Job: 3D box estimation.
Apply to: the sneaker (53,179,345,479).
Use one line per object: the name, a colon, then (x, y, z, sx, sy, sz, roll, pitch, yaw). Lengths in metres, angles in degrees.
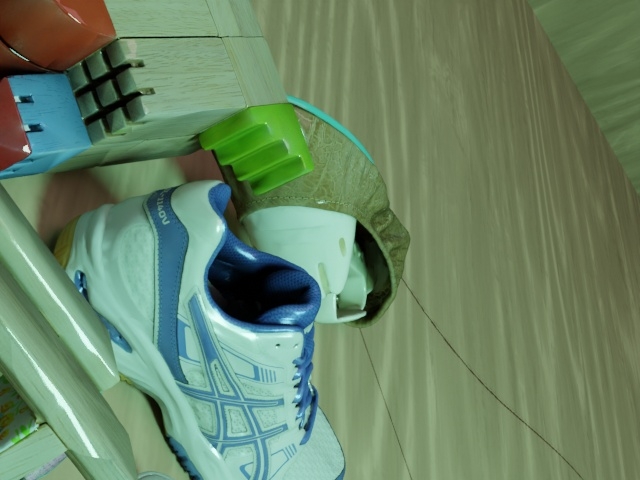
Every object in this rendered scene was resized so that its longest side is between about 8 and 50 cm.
sneaker: (-0.044, 0.083, 0.824, 0.296, 0.131, 0.112, 52, 26, -37)

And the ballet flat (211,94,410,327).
ballet flat: (0.000, 0.000, 0.997, 0.342, 0.116, 0.124, 52, 38, -68)

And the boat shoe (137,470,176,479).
boat shoe: (-0.107, 0.182, 0.714, 0.046, 0.038, 0.125, 19, 29, -5)

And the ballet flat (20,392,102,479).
ballet flat: (-0.192, 0.037, 0.624, 0.221, 0.077, 0.079, 57, 45, -25)

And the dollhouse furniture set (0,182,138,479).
dollhouse furniture set: (-0.204, 0.032, 0.426, 0.161, 0.212, 0.242, 59, -2, -25)

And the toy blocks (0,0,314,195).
toy blocks: (-0.176, -0.190, 0.756, 0.261, 0.191, 0.381, -15, 84, -55)
